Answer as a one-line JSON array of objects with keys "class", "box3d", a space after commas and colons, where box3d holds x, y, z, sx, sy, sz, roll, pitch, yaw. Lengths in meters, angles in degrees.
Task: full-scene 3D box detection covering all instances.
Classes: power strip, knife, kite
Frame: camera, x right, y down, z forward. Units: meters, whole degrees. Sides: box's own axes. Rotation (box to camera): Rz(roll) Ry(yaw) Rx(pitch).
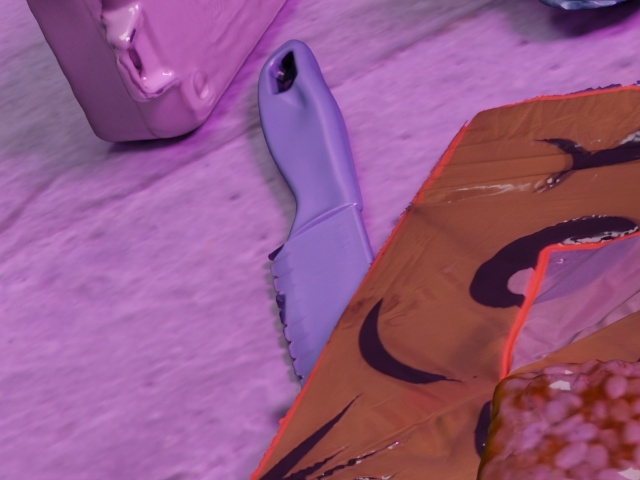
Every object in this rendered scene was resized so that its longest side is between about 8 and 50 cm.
[{"class": "power strip", "box3d": [-0.038, -0.171, 0.904, 0.058, 0.098, 0.338, -6, 35, 31]}, {"class": "knife", "box3d": [0.000, 0.000, 0.704, 0.044, 0.019, 0.313, -26, 32, 7]}, {"class": "kite", "box3d": [0.115, 0.014, 0.580, 0.327, 0.013, 0.377, -24, 26, -12]}]

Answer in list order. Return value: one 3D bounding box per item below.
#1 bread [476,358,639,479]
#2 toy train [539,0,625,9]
[{"class": "bread", "box3d": [0.108, 0.129, 0.356, 0.184, 0.111, 0.234, -3, 35, 17]}, {"class": "toy train", "box3d": [0.159, -0.167, 0.768, 0.198, 0.107, 0.154, 0, 31, 33]}]
